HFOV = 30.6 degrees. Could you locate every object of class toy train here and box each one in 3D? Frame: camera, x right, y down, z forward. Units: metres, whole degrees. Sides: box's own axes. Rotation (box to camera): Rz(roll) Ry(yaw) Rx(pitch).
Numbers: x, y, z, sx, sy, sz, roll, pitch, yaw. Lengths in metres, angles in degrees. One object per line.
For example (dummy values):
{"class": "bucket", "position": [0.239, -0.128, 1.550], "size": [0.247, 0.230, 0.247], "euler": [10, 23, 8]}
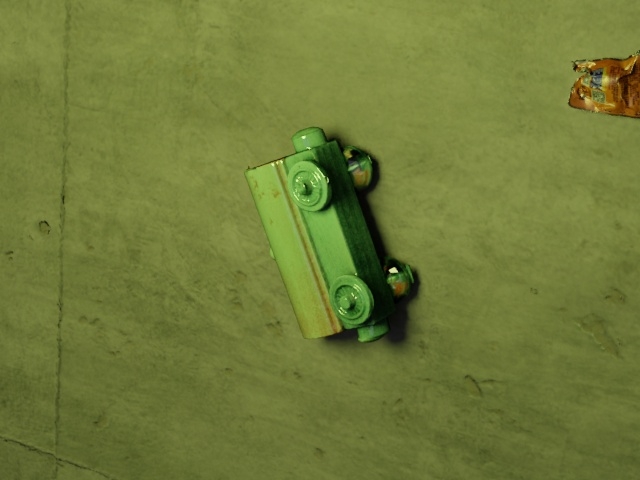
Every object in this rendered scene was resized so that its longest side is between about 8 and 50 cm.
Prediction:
{"class": "toy train", "position": [0.000, 0.000, 1.515], "size": [0.177, 0.116, 0.285], "euler": [-15, 98, 42]}

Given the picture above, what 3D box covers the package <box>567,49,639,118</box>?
{"class": "package", "position": [0.338, -0.178, 1.329], "size": [0.111, 0.033, 0.077], "euler": [5, 97, 20]}
